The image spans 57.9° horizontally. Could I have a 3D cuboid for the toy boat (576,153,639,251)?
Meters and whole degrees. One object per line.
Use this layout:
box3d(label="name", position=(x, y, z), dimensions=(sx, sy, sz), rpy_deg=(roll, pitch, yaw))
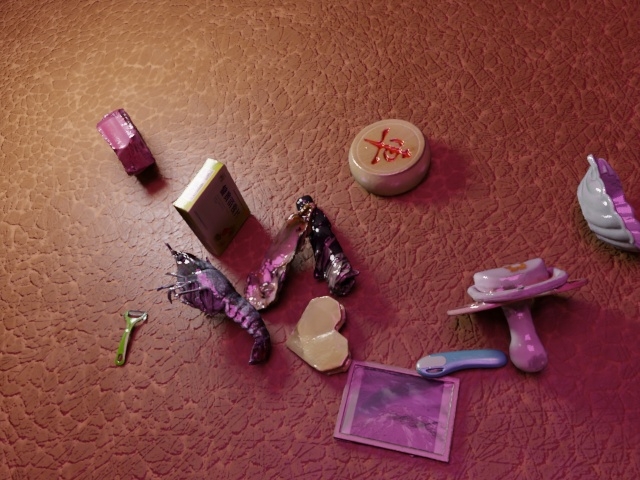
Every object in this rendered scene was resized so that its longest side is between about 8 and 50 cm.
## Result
box3d(label="toy boat", position=(0.744, -0.083, 1.497), dimensions=(0.100, 0.199, 0.290), rpy_deg=(-29, 49, 35))

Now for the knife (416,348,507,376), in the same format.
box3d(label="knife", position=(0.346, 0.301, 1.422), dimensions=(0.222, 0.031, 0.064), rpy_deg=(-7, 43, 3))

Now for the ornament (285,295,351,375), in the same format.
box3d(label="ornament", position=(-0.012, 0.258, 1.525), dimensions=(0.180, 0.059, 0.201), rpy_deg=(-17, 58, 16))

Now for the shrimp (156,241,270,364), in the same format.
box3d(label="shrimp", position=(-0.288, 0.164, 1.563), dimensions=(0.411, 0.221, 0.166), rpy_deg=(31, 93, 14))

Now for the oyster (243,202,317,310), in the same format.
box3d(label="oyster", position=(-0.099, 0.047, 1.606), dimensions=(0.129, 0.079, 0.345), rpy_deg=(38, 99, 49))

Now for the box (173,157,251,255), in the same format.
box3d(label="box", position=(-0.308, -0.091, 1.681), dimensions=(0.062, 0.260, 0.175), rpy_deg=(23, 68, 24))

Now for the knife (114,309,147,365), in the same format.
box3d(label="knife", position=(-0.556, 0.276, 1.660), dimensions=(0.078, 0.022, 0.166), rpy_deg=(1, 58, 19))

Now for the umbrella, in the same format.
box3d(label="umbrella", position=(-0.004, 0.004, 1.648), dimensions=(0.106, 0.113, 0.357), rpy_deg=(-7, 48, -23))

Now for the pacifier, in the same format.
box3d(label="pacifier", position=(0.472, 0.158, 1.382), dimensions=(0.332, 0.273, 0.220), rpy_deg=(-14, 29, 6))

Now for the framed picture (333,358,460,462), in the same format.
box3d(label="framed picture", position=(0.186, 0.408, 1.405), dimensions=(0.281, 0.019, 0.208), rpy_deg=(5, 60, 16))

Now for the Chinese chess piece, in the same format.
box3d(label="Chinese chess piece", position=(0.210, -0.256, 1.759), dimensions=(0.251, 0.097, 0.250), rpy_deg=(-6, 57, 10))

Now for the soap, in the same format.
box3d(label="soap", position=(-0.651, -0.330, 1.957), dimensions=(0.112, 0.182, 0.289), rpy_deg=(-36, 58, -5))
